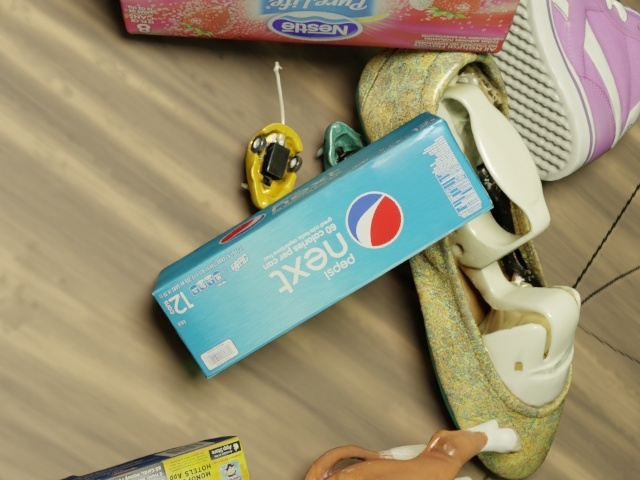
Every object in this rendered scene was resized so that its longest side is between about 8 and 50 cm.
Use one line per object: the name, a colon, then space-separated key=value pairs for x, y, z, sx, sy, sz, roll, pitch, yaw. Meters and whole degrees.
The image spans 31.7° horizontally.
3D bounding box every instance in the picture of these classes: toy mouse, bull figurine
toy mouse: x=0.000 y=-0.026 z=0.812 sx=0.143 sy=0.031 sz=0.161 roll=20 pitch=74 yaw=-35
bull figurine: x=0.088 y=0.278 z=0.774 sx=0.188 sy=0.101 sz=0.310 roll=-20 pitch=93 yaw=-35

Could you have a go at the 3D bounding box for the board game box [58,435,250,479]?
board game box: x=-0.121 y=0.236 z=0.673 sx=0.194 sy=0.060 sz=0.194 roll=-12 pitch=89 yaw=-34

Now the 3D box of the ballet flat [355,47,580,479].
ballet flat: x=0.126 y=0.020 z=0.815 sx=0.123 sy=0.123 sz=0.348 roll=-26 pitch=102 yaw=-33

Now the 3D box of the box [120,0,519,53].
box: x=0.000 y=-0.208 z=0.721 sx=0.257 sy=0.122 sz=0.128 roll=2 pitch=67 yaw=-2

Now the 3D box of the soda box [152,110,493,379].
soda box: x=0.000 y=0.000 z=0.722 sx=0.210 sy=0.071 sz=0.067 roll=-30 pitch=101 yaw=3

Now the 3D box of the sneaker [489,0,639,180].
sneaker: x=0.190 y=-0.205 z=0.934 sx=0.161 sy=0.102 sz=0.282 roll=-29 pitch=108 yaw=-36
